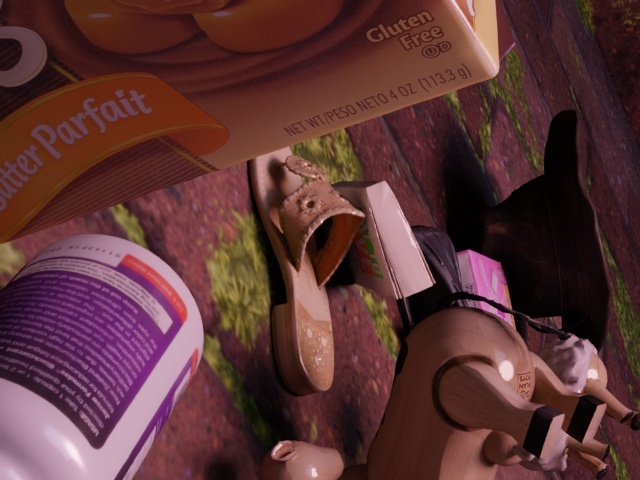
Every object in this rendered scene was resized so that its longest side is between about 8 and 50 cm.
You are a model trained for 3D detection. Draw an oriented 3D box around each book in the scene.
[{"bbox_3d":[0.045,-0.005,0.962,0.144,0.035,0.096,-171,-121,-77],"label":"book"}]

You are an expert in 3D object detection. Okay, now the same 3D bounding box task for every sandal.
[{"bbox_3d":[0.003,0.002,0.903,0.088,0.079,0.240,28,50,-57],"label":"sandal"}]

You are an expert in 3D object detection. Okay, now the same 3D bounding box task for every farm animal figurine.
[{"bbox_3d":[0.055,0.182,0.777,0.327,0.172,0.330,-61,148,2],"label":"farm animal figurine"}]

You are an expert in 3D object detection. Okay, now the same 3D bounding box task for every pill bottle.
[{"bbox_3d":[-0.136,0.086,0.526,0.108,0.108,0.193,64,26,-20],"label":"pill bottle"}]

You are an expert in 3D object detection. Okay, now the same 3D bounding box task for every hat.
[{"bbox_3d":[0.248,0.006,1.334,0.331,0.134,0.331,-5,90,-86],"label":"hat"}]

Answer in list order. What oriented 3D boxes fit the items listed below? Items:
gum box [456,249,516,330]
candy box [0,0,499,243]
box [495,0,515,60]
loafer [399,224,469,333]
[{"bbox_3d":[0.169,0.103,1.205,0.107,0.062,0.188,18,59,-61],"label":"gum box"},{"bbox_3d":[-0.110,-0.101,0.447,0.183,0.316,0.087,47,36,-44],"label":"candy box"},{"bbox_3d":[0.016,-0.310,0.995,0.381,0.191,0.143,69,25,-10],"label":"box"},{"bbox_3d":[0.119,0.092,1.103,0.078,0.076,0.223,7,64,-58],"label":"loafer"}]
